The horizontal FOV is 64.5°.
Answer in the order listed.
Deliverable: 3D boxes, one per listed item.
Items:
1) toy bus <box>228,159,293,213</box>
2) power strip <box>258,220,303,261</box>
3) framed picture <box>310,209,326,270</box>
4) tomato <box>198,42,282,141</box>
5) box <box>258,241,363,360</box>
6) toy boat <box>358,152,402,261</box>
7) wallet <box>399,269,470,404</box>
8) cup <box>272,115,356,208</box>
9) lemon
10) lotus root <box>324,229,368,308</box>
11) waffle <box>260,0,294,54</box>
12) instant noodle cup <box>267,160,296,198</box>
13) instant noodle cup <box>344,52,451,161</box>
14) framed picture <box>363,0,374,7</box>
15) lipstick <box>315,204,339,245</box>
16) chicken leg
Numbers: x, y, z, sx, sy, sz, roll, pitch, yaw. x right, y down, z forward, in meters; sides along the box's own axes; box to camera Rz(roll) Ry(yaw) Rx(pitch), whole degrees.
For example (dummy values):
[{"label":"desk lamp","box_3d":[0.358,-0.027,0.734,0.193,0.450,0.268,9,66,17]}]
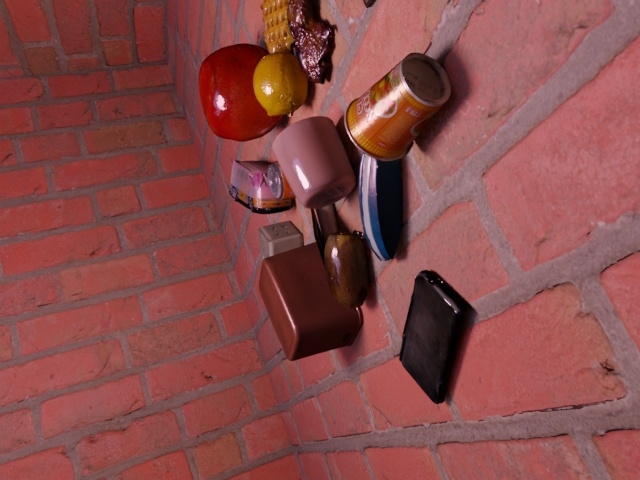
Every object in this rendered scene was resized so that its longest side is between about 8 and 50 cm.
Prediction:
[{"label":"toy bus","box_3d":[-0.243,-0.224,2.014,0.386,0.171,0.162,-148,51,-60]},{"label":"power strip","box_3d":[-0.154,0.057,2.001,0.140,0.139,0.224,45,142,52]},{"label":"framed picture","box_3d":[0.000,0.000,1.576,0.199,0.010,0.195,-99,-7,-52]},{"label":"tomato","box_3d":[-0.274,-0.513,1.767,0.290,0.293,0.325,91,166,-61]},{"label":"box","box_3d":[-0.048,0.204,1.711,0.239,0.229,0.339,106,144,-53]},{"label":"toy boat","box_3d":[0.152,-0.077,1.237,0.062,0.096,0.299,27,130,51]},{"label":"wallet","box_3d":[0.263,0.231,1.212,0.172,0.045,0.318,47,144,46]},{"label":"cup","box_3d":[-0.016,-0.199,1.452,0.253,0.191,0.200,113,135,-69]},{"label":"lemon","box_3d":[-0.121,-0.483,1.550,0.173,0.173,0.206,-169,82,-66]},{"label":"lotus root","box_3d":[0.075,0.086,1.483,0.124,0.123,0.241,-146,49,-73]},{"label":"waffle","box_3d":[-0.138,-0.708,1.612,0.291,0.051,0.291,41,138,53]},{"label":"instant noodle cup","box_3d":[-0.106,-0.213,1.736,0.177,0.125,0.208,125,127,-63]},{"label":"instant noodle cup","box_3d":[0.163,-0.273,1.025,0.185,0.168,0.168,-38,67,58]},{"label":"framed picture","box_3d":[0.115,-0.682,1.011,0.265,0.016,0.347,68,158,2]},{"label":"lipstick","box_3d":[0.011,-0.105,1.606,0.059,0.059,0.264,166,90,-68]},{"label":"chicken leg","box_3d":[-0.028,-0.595,1.392,0.177,0.083,0.322,-6,99,59]}]
